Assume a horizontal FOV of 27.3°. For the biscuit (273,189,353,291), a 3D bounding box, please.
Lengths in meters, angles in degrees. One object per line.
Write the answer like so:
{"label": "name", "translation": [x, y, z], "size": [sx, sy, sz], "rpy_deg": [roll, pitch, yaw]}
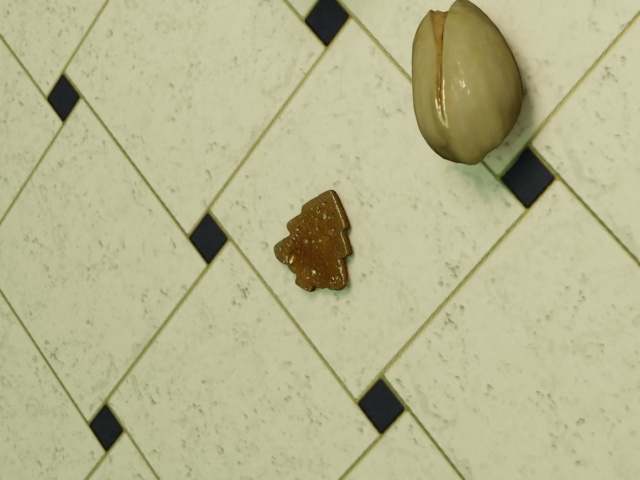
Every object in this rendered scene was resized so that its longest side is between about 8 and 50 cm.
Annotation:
{"label": "biscuit", "translation": [0.000, 0.000, 1.601], "size": [0.119, 0.019, 0.130], "rpy_deg": [28, 109, 32]}

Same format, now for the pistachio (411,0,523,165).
{"label": "pistachio", "translation": [0.153, -0.169, 1.415], "size": [0.124, 0.124, 0.185], "rpy_deg": [-23, 76, 35]}
